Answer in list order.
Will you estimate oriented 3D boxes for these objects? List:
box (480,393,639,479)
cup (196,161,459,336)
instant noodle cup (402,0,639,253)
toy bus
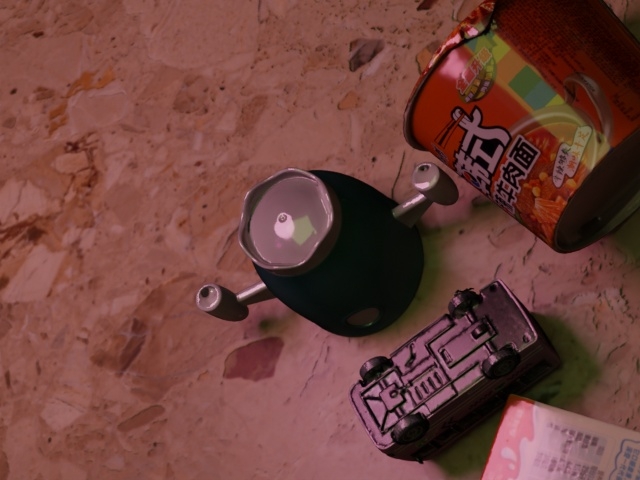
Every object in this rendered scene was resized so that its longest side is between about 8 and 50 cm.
[{"bbox_3d":[0.260,0.310,1.894,0.265,0.048,0.273,16,81,31],"label":"box"},{"bbox_3d":[0.000,0.000,2.060,0.300,0.173,0.167,-30,61,17],"label":"cup"},{"bbox_3d":[0.235,-0.123,1.946,0.250,0.250,0.192,-47,67,7],"label":"instant noodle cup"},{"bbox_3d":[0.134,0.135,1.984,0.199,0.108,0.096,-37,56,10],"label":"toy bus"}]
